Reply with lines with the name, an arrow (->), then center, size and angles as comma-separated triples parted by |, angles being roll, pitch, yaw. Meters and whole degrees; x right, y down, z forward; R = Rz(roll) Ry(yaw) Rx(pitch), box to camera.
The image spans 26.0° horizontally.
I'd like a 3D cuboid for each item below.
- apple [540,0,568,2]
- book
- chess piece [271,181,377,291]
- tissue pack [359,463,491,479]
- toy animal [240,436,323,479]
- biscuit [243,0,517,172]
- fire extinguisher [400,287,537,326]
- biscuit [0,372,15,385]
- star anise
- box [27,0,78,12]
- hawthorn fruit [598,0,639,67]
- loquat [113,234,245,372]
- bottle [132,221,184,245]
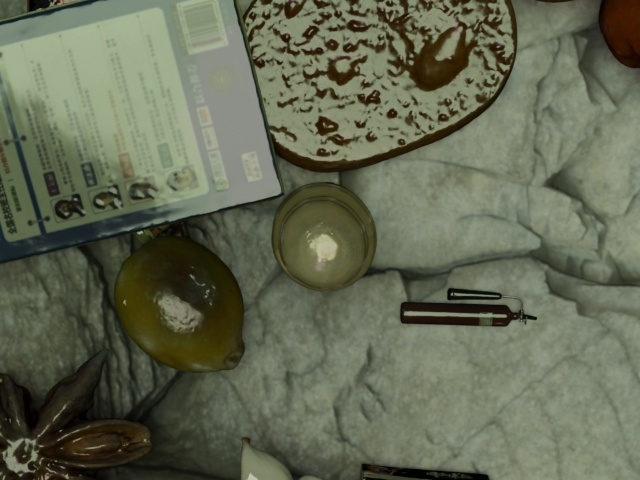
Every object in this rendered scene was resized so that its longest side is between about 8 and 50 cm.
apple -> 0.286, -0.412, 1.701 | 0.210, 0.173, 0.234 | 27, 83, -29
book -> -0.284, -0.146, 1.716 | 0.428, 0.039, 0.300 | -13, 99, 2
chess piece -> 0.000, 0.000, 1.675 | 0.143, 0.261, 0.142 | 0, 92, 2
tissue pack -> 0.131, 0.346, 1.768 | 0.170, 0.090, 0.103 | 6, 91, 1
toy animal -> -0.117, 0.408, 1.710 | 0.310, 0.247, 0.183 | -29, 56, -12
biscuit -> 0.061, -0.261, 1.768 | 0.368, 0.063, 0.314 | -21, 88, 0
fire extinguisher -> 0.190, 0.088, 1.794 | 0.173, 0.035, 0.049 | 2, 53, 0
biscuit -> -0.396, 0.317, 1.789 | 0.183, 0.047, 0.319 | -13, 90, -3
star anise -> -0.366, 0.258, 1.718 | 0.315, 0.108, 0.315 | 1, 82, -4
box -> -0.296, -0.305, 1.760 | 0.159, 0.071, 0.240 | 1, 91, -2
hawthorn fruit -> 0.465, -0.303, 1.708 | 0.207, 0.207, 0.243 | 30, 85, -1
loquat -> -0.171, 0.084, 1.732 | 0.152, 0.152, 0.195 | -44, 79, 1
bottle -> -0.199, -0.039, 1.777 | 0.101, 0.063, 0.047 | -39, 63, -2
